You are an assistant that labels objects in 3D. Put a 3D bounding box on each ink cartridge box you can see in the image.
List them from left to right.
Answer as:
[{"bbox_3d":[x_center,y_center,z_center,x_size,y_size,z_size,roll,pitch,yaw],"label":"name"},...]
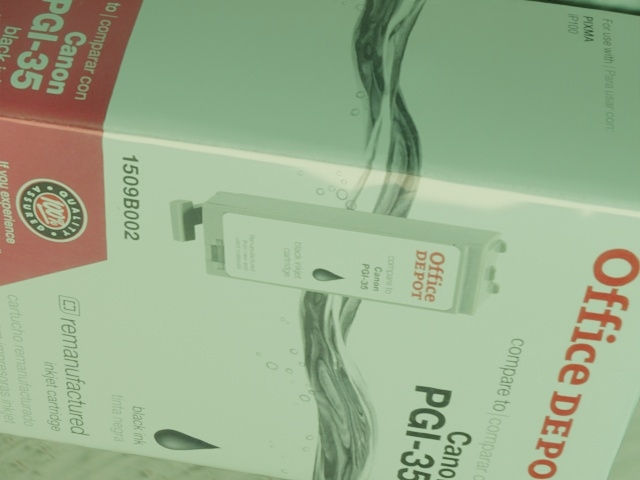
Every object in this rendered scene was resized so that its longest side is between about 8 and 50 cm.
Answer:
[{"bbox_3d":[0.000,0.000,0.591,0.283,0.117,0.207,9,136,3],"label":"ink cartridge box"}]
